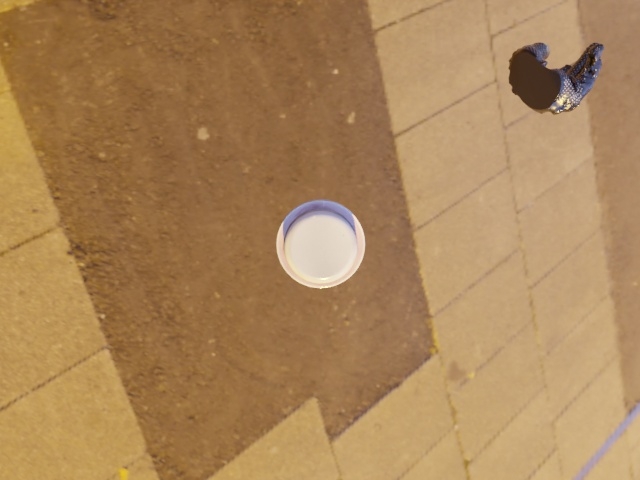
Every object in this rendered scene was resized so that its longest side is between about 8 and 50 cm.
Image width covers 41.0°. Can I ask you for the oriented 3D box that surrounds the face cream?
[{"bbox_3d":[0.000,0.000,0.898,0.091,0.095,0.091,0,101,-1],"label":"face cream"}]

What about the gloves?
[{"bbox_3d":[0.385,-0.261,1.367,0.180,0.129,0.106,-13,110,-43],"label":"gloves"}]
